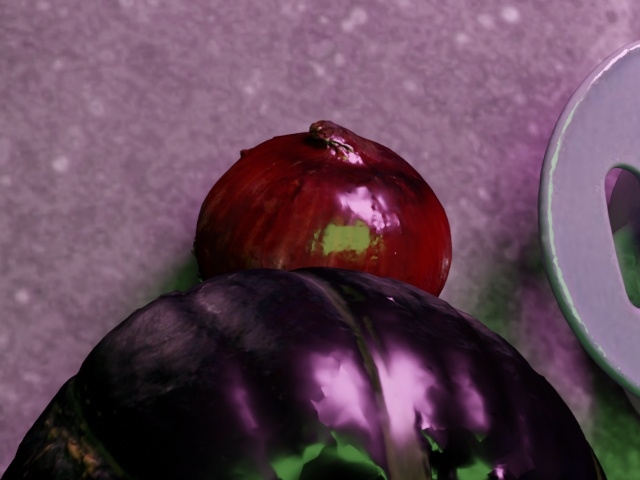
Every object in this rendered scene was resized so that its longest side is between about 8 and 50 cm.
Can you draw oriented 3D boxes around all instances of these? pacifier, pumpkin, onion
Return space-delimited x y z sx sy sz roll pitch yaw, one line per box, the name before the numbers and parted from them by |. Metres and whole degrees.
pacifier | 0.272 -0.010 0.883 0.299 0.233 0.244 -11 83 -19
pumpkin | -0.019 0.146 0.764 0.295 0.296 0.296 4 75 -17
onion | 0.000 0.000 0.854 0.131 0.131 0.131 4 75 -17
